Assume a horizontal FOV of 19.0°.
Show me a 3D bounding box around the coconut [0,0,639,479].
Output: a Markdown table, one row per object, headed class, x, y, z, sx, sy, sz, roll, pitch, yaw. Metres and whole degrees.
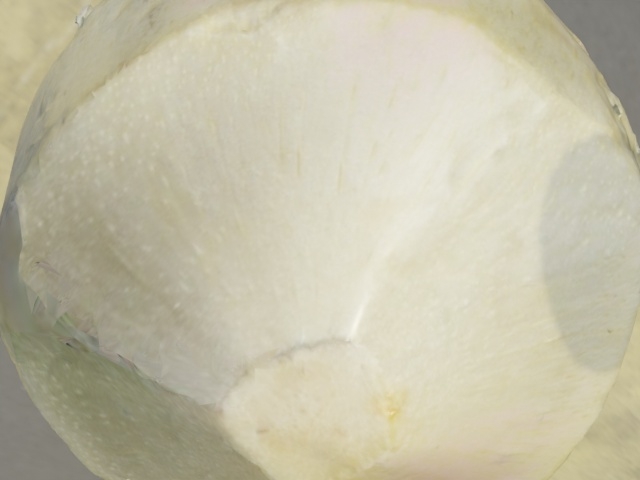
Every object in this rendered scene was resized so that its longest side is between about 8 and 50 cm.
| class | x | y | z | sx | sy | sz | roll | pitch | yaw |
| --- | --- | --- | --- | --- | --- | --- | --- | --- | --- |
| coconut | 0.000 | 0.000 | 1.004 | 0.352 | 0.352 | 0.352 | -4 | 76 | 16 |
